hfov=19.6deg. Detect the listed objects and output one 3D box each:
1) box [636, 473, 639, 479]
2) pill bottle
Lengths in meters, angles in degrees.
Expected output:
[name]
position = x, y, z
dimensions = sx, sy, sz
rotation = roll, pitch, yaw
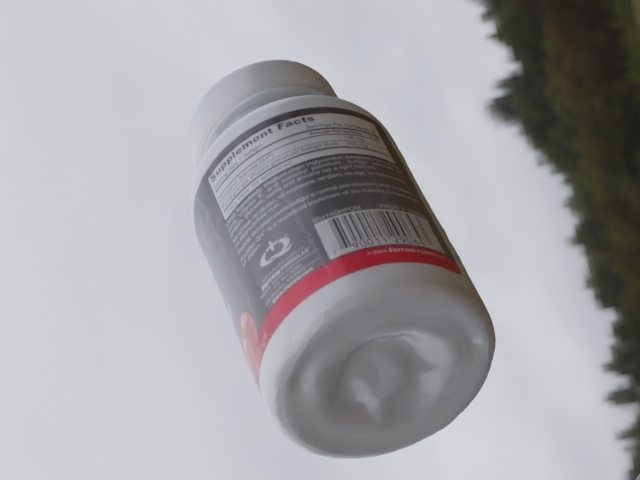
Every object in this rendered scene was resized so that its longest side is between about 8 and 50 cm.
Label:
[box]
position = 0.371, 0.156, 1.428
dimensions = 0.153, 0.207, 0.108
rotation = 12, -151, -30
[pill bottle]
position = 0.000, 0.000, 1.424
dimensions = 0.176, 0.176, 0.318
rotation = 62, -178, -44
